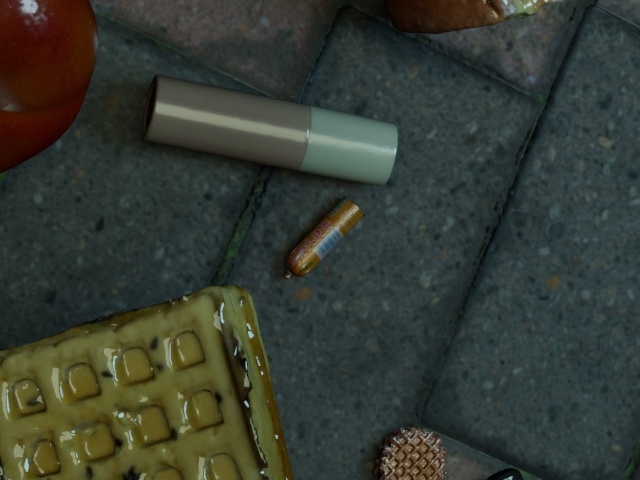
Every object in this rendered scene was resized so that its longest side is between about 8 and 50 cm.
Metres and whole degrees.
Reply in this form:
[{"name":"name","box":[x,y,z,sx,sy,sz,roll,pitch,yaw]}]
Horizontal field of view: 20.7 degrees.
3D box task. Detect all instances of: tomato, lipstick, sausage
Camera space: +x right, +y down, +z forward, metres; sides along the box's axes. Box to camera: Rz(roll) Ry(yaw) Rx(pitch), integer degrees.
[{"name":"tomato","box":[-0.351,-0.208,1.640,0.298,0.299,0.226,0,48,-14]},{"name":"lipstick","box":[-0.051,-0.112,1.794,0.254,0.070,0.070,11,86,-13]},{"name":"sausage","box":[0.000,0.000,1.823,0.107,0.031,0.031,-45,98,-12]}]

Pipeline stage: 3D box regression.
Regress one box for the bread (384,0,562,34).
[{"name":"bread","box":[0.157,-0.285,1.776,0.190,0.244,0.123,-15,103,-7]}]

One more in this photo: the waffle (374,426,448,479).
[{"name":"waffle","box":[0.098,0.233,1.840,0.083,0.029,0.075,8,89,-17]}]

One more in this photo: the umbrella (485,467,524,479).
[{"name":"umbrella","box":[0.243,0.367,1.834,0.122,0.110,0.272,-26,94,17]}]

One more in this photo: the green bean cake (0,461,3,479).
[{"name":"green bean cake","box":[-0.292,0.298,1.697,0.222,0.125,0.227,-24,89,-14]}]

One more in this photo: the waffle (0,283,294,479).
[{"name":"waffle","box":[-0.148,0.250,1.575,0.261,0.114,0.376,-15,81,8]}]
